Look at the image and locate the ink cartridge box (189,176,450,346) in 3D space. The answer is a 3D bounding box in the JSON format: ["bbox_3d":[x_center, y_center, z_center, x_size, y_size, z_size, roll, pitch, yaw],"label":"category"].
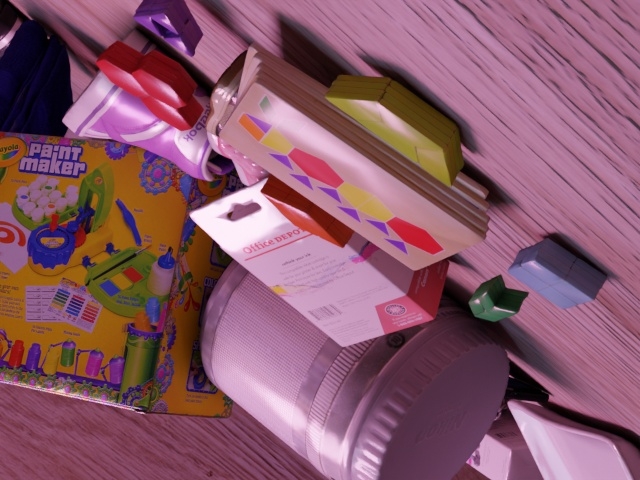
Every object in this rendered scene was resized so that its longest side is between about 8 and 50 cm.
[{"bbox_3d":[0.000,0.000,1.043,0.115,0.067,0.198,-21,129,42],"label":"ink cartridge box"}]

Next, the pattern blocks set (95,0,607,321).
[{"bbox_3d":[0.016,-0.049,0.793,0.325,0.026,0.285,37,164,-14],"label":"pattern blocks set"}]

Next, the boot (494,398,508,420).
[{"bbox_3d":[0.153,0.167,1.662,0.229,0.091,0.263,32,178,3],"label":"boot"}]

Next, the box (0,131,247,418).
[{"bbox_3d":[-0.240,0.037,1.393,0.290,0.279,0.177,8,174,27],"label":"box"}]

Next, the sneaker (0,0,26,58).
[{"bbox_3d":[-0.469,-0.309,1.710,0.217,0.079,0.121,19,159,48],"label":"sneaker"}]

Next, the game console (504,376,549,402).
[{"bbox_3d":[0.198,0.137,1.428,0.107,0.071,0.122,8,-177,-15],"label":"game console"}]

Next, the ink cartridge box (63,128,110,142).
[{"bbox_3d":[-0.193,-0.046,1.602,0.273,0.114,0.197,34,-167,26],"label":"ink cartridge box"}]

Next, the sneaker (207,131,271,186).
[{"bbox_3d":[-0.046,-0.076,1.066,0.070,0.051,0.134,24,165,23],"label":"sneaker"}]

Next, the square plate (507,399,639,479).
[{"bbox_3d":[0.353,0.341,1.395,0.344,0.049,0.347,62,172,-4],"label":"square plate"}]

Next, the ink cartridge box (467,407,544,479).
[{"bbox_3d":[0.253,0.284,1.753,0.104,0.062,0.181,-1,-166,-28],"label":"ink cartridge box"}]

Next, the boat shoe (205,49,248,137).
[{"bbox_3d":[-0.051,-0.092,0.912,0.049,0.056,0.152,43,174,4],"label":"boat shoe"}]

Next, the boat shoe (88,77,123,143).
[{"bbox_3d":[-0.238,-0.162,1.449,0.076,0.080,0.228,37,-178,-12],"label":"boat shoe"}]

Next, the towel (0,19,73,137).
[{"bbox_3d":[-0.386,-0.103,1.573,0.076,0.308,0.228,8,136,8],"label":"towel"}]

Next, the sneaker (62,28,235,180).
[{"bbox_3d":[-0.161,-0.113,1.221,0.161,0.102,0.282,36,175,-14],"label":"sneaker"}]

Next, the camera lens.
[{"bbox_3d":[0.027,0.119,1.279,0.274,0.219,0.219,34,173,33],"label":"camera lens"}]
